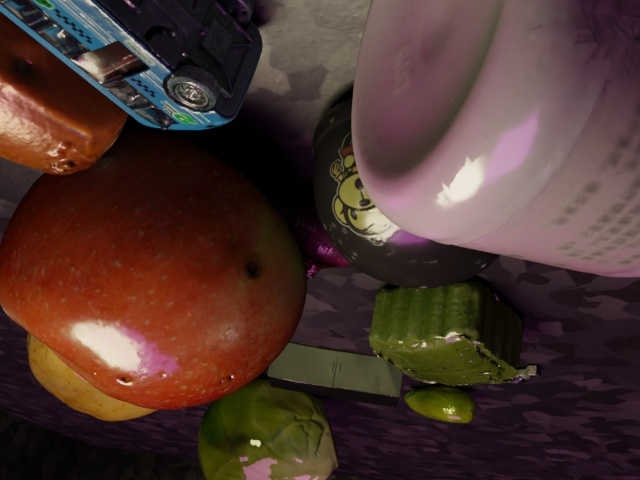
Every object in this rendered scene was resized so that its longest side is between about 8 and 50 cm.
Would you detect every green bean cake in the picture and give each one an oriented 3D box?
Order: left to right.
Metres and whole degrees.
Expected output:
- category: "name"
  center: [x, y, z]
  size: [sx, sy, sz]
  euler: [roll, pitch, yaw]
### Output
- category: "green bean cake"
  center: [0.198, 0.151, 1.124]
  size: [0.200, 0.113, 0.214]
  euler: [-12, 146, 38]

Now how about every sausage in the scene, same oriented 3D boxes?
- category: "sausage"
  center: [-0.298, -0.169, 0.644]
  size: [0.141, 0.153, 0.268]
  euler: [-1, 151, 43]

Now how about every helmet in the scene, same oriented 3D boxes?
- category: "helmet"
  center: [0.103, -0.029, 0.761]
  size: [0.230, 0.161, 0.279]
  euler: [-4, 149, 24]

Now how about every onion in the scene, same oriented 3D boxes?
- category: "onion"
  center: [0.000, 0.000, 0.920]
  size: [0.115, 0.105, 0.115]
  euler: [24, -172, -3]

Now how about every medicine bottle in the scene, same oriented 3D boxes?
- category: "medicine bottle"
  center: [0.208, -0.103, 0.468]
  size: [0.324, 0.256, 0.256]
  euler: [10, 155, -17]

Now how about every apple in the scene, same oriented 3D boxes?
- category: "apple"
  center: [-0.192, 0.043, 0.835]
  size: [0.348, 0.277, 0.348]
  euler: [32, 157, 15]

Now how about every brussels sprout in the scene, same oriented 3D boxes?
- category: "brussels sprout"
  center: [-0.127, 0.481, 1.710]
  size: [0.343, 0.344, 0.268]
  euler: [10, -169, 2]

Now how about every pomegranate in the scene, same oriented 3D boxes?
- category: "pomegranate"
  center: [-0.325, 0.156, 1.180]
  size: [0.307, 0.307, 0.307]
  euler: [9, 153, 5]

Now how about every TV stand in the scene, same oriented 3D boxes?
- category: "TV stand"
  center: [0.033, 0.276, 1.473]
  size: [0.269, 0.083, 0.088]
  euler: [7, 152, 6]

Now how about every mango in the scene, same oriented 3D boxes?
- category: "mango"
  center: [0.257, 0.347, 1.537]
  size: [0.165, 0.074, 0.091]
  euler: [7, 162, 38]

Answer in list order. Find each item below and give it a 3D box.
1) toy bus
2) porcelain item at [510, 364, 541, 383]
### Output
- category: "toy bus"
  center: [-0.167, -0.197, 0.585]
  size: [0.134, 0.114, 0.246]
  euler: [-6, 148, 39]
- category: "porcelain item"
  center: [0.366, 0.261, 1.379]
  size: [0.136, 0.021, 0.075]
  euler: [-9, 151, 35]
